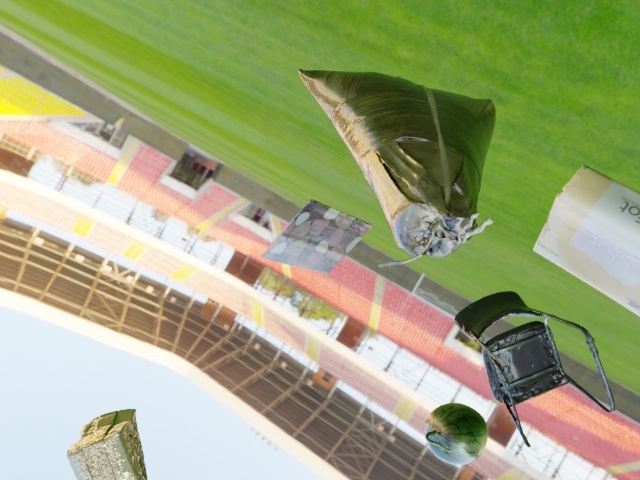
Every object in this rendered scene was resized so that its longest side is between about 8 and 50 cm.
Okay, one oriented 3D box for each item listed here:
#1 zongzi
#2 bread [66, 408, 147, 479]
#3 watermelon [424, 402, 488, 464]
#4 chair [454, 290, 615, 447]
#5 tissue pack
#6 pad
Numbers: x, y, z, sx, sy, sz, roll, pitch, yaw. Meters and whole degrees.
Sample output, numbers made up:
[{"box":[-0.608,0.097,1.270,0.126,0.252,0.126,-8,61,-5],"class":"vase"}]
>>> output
[{"box":[0.039,-0.072,0.390,0.184,0.084,0.187,21,-139,5],"class":"zongzi"},{"box":[-0.284,0.328,0.700,0.105,0.078,0.152,178,74,-79],"class":"bread"},{"box":[0.306,0.449,1.166,0.187,0.140,0.141,17,-173,-35],"class":"watermelon"},{"box":[0.318,0.185,0.790,0.221,0.140,0.145,-115,3,-76],"class":"chair"},{"box":[0.456,0.009,0.760,0.222,0.090,0.186,40,162,25],"class":"tissue pack"},{"box":[0.000,0.000,1.027,0.235,0.158,0.003,19,-152,-53],"class":"pad"}]
